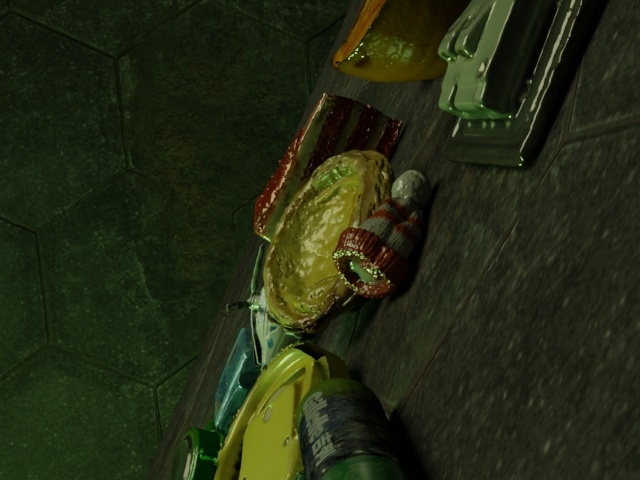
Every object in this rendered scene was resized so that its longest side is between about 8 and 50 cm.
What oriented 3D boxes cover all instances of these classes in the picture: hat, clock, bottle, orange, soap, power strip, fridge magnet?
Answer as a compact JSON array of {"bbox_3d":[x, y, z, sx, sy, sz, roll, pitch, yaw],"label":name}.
[{"bbox_3d":[0.090,-0.014,1.437,0.162,0.093,0.112,-50,11,-26],"label":"hat"},{"bbox_3d":[-0.041,0.267,1.447,0.277,0.071,0.293,-43,30,42],"label":"clock"},{"bbox_3d":[0.033,0.210,1.058,0.330,0.093,0.093,-117,51,-80],"label":"bottle"},{"bbox_3d":[0.124,-0.335,1.496,0.310,0.274,0.274,-29,-17,-36],"label":"orange"},{"bbox_3d":[-0.125,0.240,2.040,0.293,0.077,0.156,-127,60,-82],"label":"soap"},{"bbox_3d":[0.193,-0.205,1.222,0.251,0.092,0.257,-63,12,-1],"label":"power strip"},{"bbox_3d":[-0.206,0.404,2.032,0.208,0.088,0.208,-164,90,-73],"label":"fridge magnet"}]

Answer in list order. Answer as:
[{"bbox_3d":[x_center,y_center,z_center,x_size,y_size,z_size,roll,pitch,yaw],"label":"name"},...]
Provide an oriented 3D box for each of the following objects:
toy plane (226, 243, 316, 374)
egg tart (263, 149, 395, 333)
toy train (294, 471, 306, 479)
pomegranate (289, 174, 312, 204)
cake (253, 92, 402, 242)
[{"bbox_3d":[-0.073,0.156,1.786,0.182,0.107,0.273,61,-142,-51],"label":"toy plane"},{"bbox_3d":[0.024,0.007,1.598,0.279,0.095,0.279,-40,35,36],"label":"egg tart"},{"bbox_3d":[-0.023,0.307,1.189,0.111,0.071,0.170,-74,3,-68],"label":"toy train"},{"bbox_3d":[0.015,-0.023,1.756,0.129,0.129,0.159,135,139,-68],"label":"pomegranate"},{"bbox_3d":[0.005,-0.081,1.845,0.159,0.158,0.262,-82,18,-53],"label":"cake"}]
